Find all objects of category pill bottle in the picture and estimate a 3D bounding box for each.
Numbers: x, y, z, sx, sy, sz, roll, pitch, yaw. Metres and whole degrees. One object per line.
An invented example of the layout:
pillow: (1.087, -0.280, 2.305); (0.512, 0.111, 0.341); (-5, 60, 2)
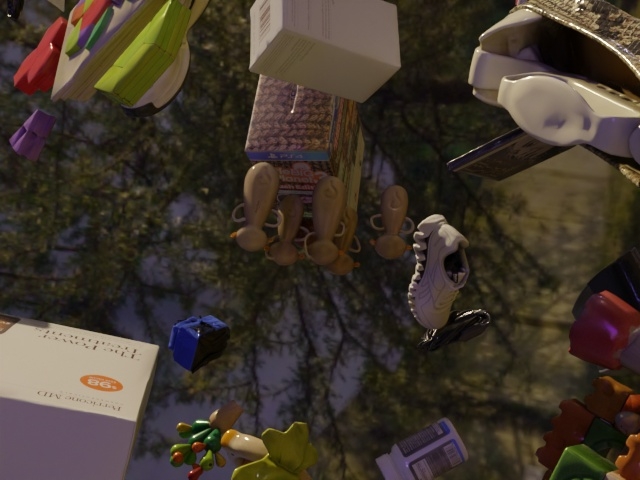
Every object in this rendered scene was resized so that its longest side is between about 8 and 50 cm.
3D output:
pill bottle: (0.164, 0.354, 1.235); (0.078, 0.137, 0.078); (62, 176, 8)

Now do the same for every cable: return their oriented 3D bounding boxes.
cable: (0.307, 0.205, 1.789); (0.047, 0.184, 0.150); (64, 178, -12)

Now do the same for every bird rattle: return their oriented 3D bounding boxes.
bird rattle: (-0.058, 0.385, 1.253); (0.143, 0.206, 0.253); (-59, -40, -21)

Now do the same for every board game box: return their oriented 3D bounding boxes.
board game box: (-0.016, -0.175, 1.382); (0.291, 0.141, 0.232); (69, -155, -59)

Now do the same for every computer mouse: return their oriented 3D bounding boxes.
computer mouse: (-0.562, -0.539, 1.472); (0.041, 0.071, 0.242); (15, -94, -46)

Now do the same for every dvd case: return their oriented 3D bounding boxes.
dvd case: (0.347, -0.154, 1.357); (0.221, 0.164, 0.018); (3, -114, -54)

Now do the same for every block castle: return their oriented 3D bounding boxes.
block castle: (0.340, 0.298, 0.963); (0.303, 0.212, 0.453); (13, -77, -50)

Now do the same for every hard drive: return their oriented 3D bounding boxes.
hard drive: (0.516, 0.136, 1.315); (0.255, 0.054, 0.172); (89, 164, -65)

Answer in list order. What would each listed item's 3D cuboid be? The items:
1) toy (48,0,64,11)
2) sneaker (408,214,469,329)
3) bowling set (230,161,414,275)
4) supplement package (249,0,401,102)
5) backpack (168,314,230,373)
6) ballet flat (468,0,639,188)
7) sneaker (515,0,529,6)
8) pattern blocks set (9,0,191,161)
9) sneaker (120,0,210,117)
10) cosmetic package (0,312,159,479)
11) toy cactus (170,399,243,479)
toy: (-0.614, -0.642, 1.668); (0.137, 0.056, 0.237); (24, -111, -79)
sneaker: (0.270, 0.091, 1.693); (0.110, 0.118, 0.292); (-25, -51, -29)
bowling set: (0.000, 0.000, 1.249); (0.200, 0.286, 0.154); (100, 178, -61)
supplement package: (0.005, -0.272, 1.017); (0.105, 0.179, 0.105); (-36, 49, 53)
backpack: (-0.259, 0.210, 1.641); (0.120, 0.101, 0.098); (-16, -46, -53)
ballet flat: (0.265, -0.174, 0.807); (0.483, 0.181, 0.164); (-114, 16, -62)
sneaker: (0.447, -0.350, 1.366); (0.112, 0.120, 0.299); (22, 138, 65)
pattern blocks set: (-0.149, -0.199, 0.599); (0.026, 0.325, 0.285); (34, -163, -36)
sneaker: (-0.398, -0.513, 1.693); (0.257, 0.169, 0.448); (54, -136, -57)
cosmetic package: (-0.383, 0.156, 0.843); (0.284, 0.377, 0.098); (-128, 52, -78)
toy cactus: (-0.230, 0.412, 1.570); (0.180, 0.112, 0.219); (-42, 8, -13)
